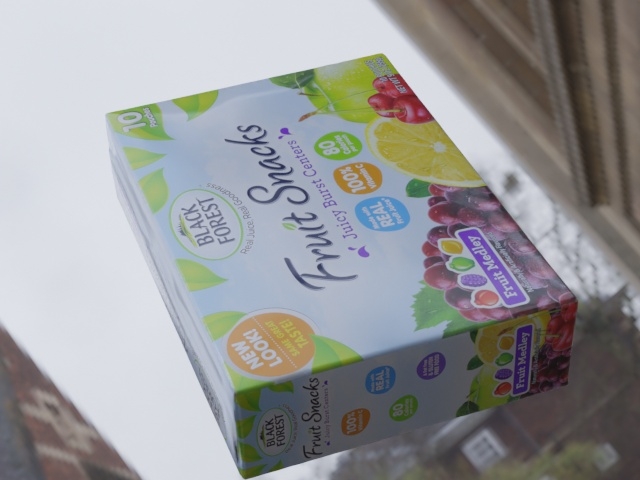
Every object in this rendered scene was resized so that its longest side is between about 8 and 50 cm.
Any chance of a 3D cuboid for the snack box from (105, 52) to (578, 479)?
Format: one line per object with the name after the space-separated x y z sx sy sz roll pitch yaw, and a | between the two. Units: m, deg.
0.000 0.000 0.439 0.100 0.141 0.037 -15 -50 -15 | snack box
